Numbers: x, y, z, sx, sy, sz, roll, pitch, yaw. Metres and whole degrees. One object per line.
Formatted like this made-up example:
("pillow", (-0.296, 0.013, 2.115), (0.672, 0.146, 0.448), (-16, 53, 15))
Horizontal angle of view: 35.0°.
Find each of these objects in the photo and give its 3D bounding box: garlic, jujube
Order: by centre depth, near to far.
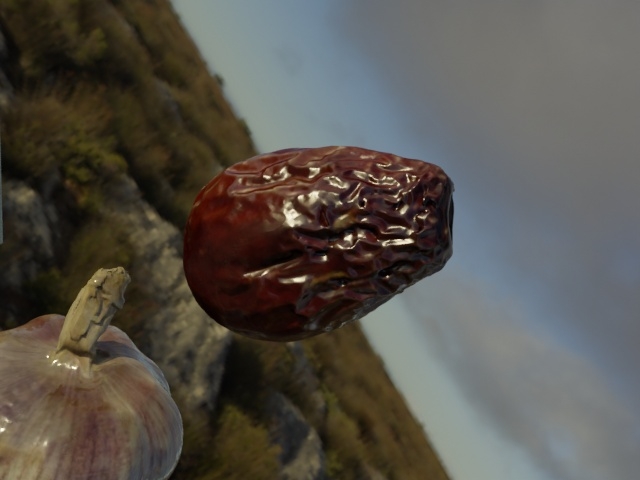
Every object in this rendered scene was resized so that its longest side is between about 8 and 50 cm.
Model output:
("jujube", (0.000, 0.000, 0.847), (0.168, 0.236, 0.168), (-10, 90, -67))
("garlic", (-0.242, 0.140, 1.024), (0.245, 0.253, 0.245), (20, 24, -9))

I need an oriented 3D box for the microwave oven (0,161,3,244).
("microwave oven", (-0.602, -0.106, 1.170), (0.333, 0.394, 0.247), (90, -7, -68))
